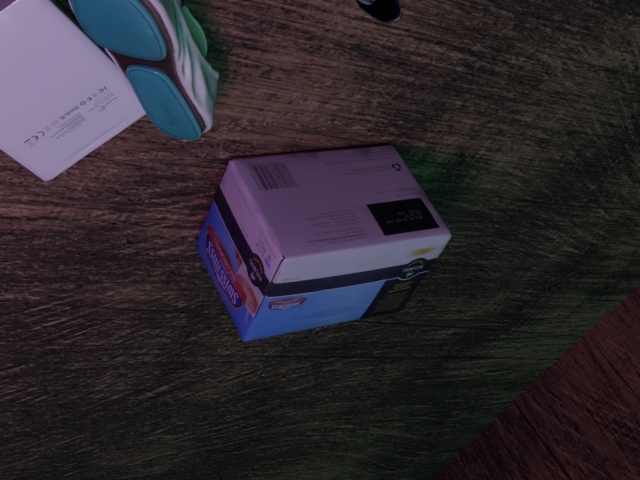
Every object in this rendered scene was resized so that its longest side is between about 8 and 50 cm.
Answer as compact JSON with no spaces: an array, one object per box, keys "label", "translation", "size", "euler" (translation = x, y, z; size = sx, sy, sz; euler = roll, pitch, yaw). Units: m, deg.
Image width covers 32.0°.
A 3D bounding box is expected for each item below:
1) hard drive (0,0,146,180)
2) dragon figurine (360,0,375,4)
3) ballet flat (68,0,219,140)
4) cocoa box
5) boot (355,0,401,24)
[{"label":"hard drive","translation":[-0.382,-0.208,1.502],"size":[0.203,0.040,0.307],"euler":[-34,149,6]},{"label":"dragon figurine","translation":[0.063,-0.404,1.404],"size":[0.144,0.085,0.289],"euler":[-13,136,19]},{"label":"ballet flat","translation":[-0.220,-0.277,1.465],"size":[0.139,0.139,0.400],"euler":[-29,154,-2]},{"label":"cocoa box","translation":[0.000,0.000,1.946],"size":[0.347,0.231,0.228],"euler":[-8,144,-32]},{"label":"boot","translation":[0.055,-0.388,1.542],"size":[0.082,0.106,0.219],"euler":[-35,149,9]}]
